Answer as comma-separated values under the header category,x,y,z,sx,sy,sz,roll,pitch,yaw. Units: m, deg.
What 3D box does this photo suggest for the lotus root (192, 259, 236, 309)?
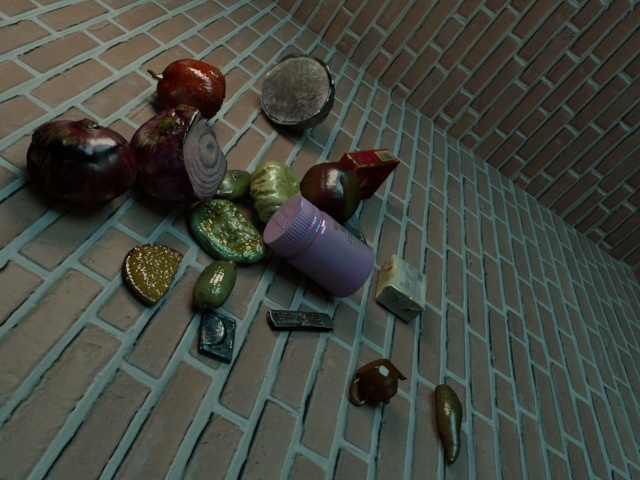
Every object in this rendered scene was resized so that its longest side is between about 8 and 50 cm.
category,x,y,z,sx,sy,sz,roll,pitch,yaw
lotus root,-0.253,0.099,1.492,0.091,0.077,0.183,0,31,16

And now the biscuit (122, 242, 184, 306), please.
category,x,y,z,sx,sy,sz,roll,pitch,yaw
biscuit,-0.400,0.067,1.439,0.126,0.025,0.206,33,30,-12

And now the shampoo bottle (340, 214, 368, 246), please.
category,x,y,z,sx,sy,sz,roll,pitch,yaw
shampoo bottle,0.110,-0.019,2.088,0.087,0.049,0.233,16,38,-31

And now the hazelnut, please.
category,x,y,z,sx,sy,sz,roll,pitch,yaw
hazelnut,0.021,-0.146,2.023,0.230,0.229,0.229,28,32,-20

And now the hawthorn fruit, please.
category,x,y,z,sx,sy,sz,roll,pitch,yaw
hawthorn fruit,-0.433,-0.491,1.969,0.254,0.205,0.205,24,34,-17

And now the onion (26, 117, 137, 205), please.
category,x,y,z,sx,sy,sz,roll,pitch,yaw
onion,-0.560,-0.192,1.446,0.247,0.190,0.246,16,27,-8

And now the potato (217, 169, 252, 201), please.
category,x,y,z,sx,sy,sz,roll,pitch,yaw
potato,-0.260,-0.172,1.853,0.105,0.085,0.188,53,27,11

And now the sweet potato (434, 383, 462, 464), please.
category,x,y,z,sx,sy,sz,roll,pitch,yaw
sweet potato,0.353,0.489,1.665,0.077,0.077,0.243,30,31,-17

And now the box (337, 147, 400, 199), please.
category,x,y,z,sx,sy,sz,roll,pitch,yaw
box,0.143,-0.236,2.262,0.089,0.197,0.313,50,32,16

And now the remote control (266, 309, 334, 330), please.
category,x,y,z,sx,sy,sz,roll,pitch,yaw
remote control,-0.051,0.214,1.629,0.212,0.028,0.059,10,46,-40

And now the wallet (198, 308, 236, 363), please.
category,x,y,z,sx,sy,sz,roll,pitch,yaw
wallet,-0.237,0.217,1.420,0.088,0.026,0.129,27,32,-21

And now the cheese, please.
category,x,y,z,sx,sy,sz,roll,pitch,yaw
cheese,-0.122,-0.125,1.869,0.226,0.117,0.213,40,34,-50

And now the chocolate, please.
category,x,y,z,sx,sy,sz,roll,pitch,yaw
chocolate,-0.064,-0.555,2.416,0.303,0.303,0.213,53,7,21

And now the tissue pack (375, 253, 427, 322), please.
category,x,y,z,sx,sy,sz,roll,pitch,yaw
tissue pack,0.263,0.153,1.989,0.148,0.092,0.196,35,29,-9

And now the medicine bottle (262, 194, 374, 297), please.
category,x,y,z,sx,sy,sz,roll,pitch,yaw
medicine bottle,-0.003,0.019,1.747,0.291,0.178,0.178,37,29,-23

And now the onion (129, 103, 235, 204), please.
category,x,y,z,sx,sy,sz,roll,pitch,yaw
onion,-0.396,-0.218,1.635,0.231,0.272,0.256,5,27,19

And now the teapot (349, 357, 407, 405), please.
category,x,y,z,sx,sy,sz,roll,pitch,yaw
teapot,0.148,0.372,1.577,0.173,0.116,0.116,-22,63,-27

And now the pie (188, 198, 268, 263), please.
category,x,y,z,sx,sy,sz,roll,pitch,yaw
pie,-0.251,-0.026,1.697,0.241,0.054,0.240,27,32,-19
